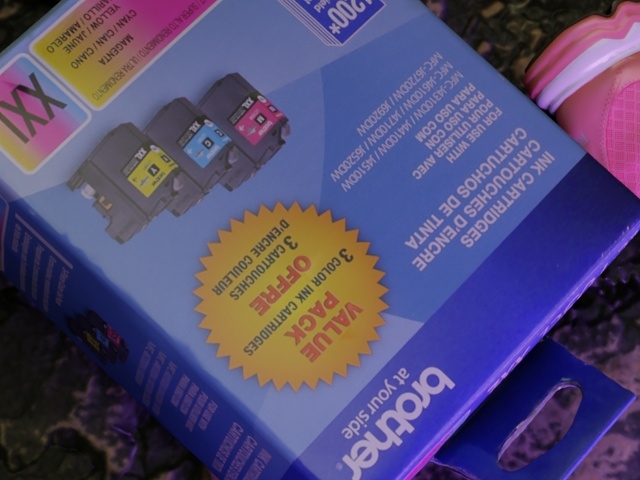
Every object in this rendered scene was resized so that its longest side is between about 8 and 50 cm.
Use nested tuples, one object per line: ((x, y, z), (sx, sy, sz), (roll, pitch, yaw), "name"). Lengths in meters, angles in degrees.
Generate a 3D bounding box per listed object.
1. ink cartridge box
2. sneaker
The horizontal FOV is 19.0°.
((0.000, 0.000, 1.139), (0.395, 0.151, 0.270), (43, 70, 5), "ink cartridge box")
((0.298, -0.121, 1.279), (0.314, 0.116, 0.136), (-24, 81, -4), "sneaker")
